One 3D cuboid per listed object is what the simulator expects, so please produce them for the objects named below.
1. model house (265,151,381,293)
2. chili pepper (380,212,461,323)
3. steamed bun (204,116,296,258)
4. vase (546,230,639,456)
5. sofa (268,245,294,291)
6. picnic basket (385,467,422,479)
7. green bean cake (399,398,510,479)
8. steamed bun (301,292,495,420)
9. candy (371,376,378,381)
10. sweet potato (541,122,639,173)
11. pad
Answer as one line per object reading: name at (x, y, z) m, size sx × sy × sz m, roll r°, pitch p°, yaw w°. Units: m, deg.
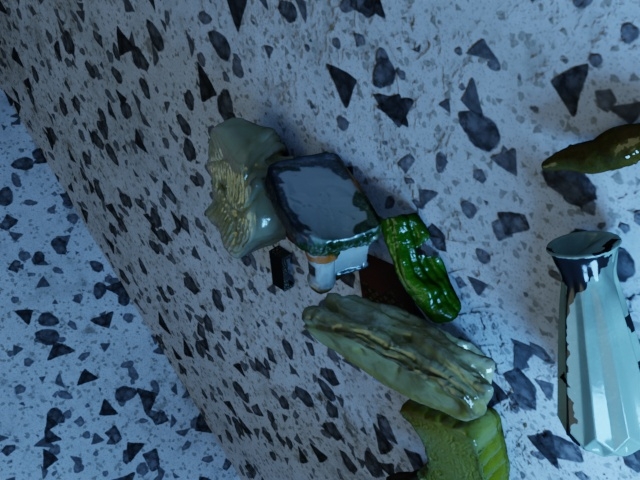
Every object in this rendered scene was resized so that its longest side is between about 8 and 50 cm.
model house at (0.000, 0.000, 1.643) m, size 0.301 × 0.190 × 0.271 m, roll 90°, pitch 157°, yaw -46°
chili pepper at (0.203, 0.059, 1.529) m, size 0.253 × 0.099 × 0.083 m, roll 63°, pitch 158°, yaw -4°
steamed bun at (-0.147, -0.128, 1.785) m, size 0.275 × 0.206 × 0.320 m, roll 40°, pitch 134°, yaw 42°
vase at (0.455, 0.170, 1.221) m, size 0.165 × 0.165 × 0.360 m, roll 7°, pitch 116°, yaw 53°
sofa at (-0.106, 0.078, 2.041) m, size 0.060 × 0.039 × 0.118 m, roll 32°, pitch 139°, yaw 40°
picnic basket at (0.178, 0.750, 1.851) m, size 0.337 × 0.337 × 0.293 m, roll -19°, pitch 98°, yaw 58°
green bean cake at (0.308, 0.462, 1.676) m, size 0.233 × 0.124 × 0.236 m, roll 11°, pitch 123°, yaw 50°
steamed bun at (0.194, 0.230, 1.552) m, size 0.428 × 0.189 × 0.247 m, roll 21°, pitch 147°, yaw 33°
candy at (0.193, 0.297, 1.732) m, size 0.160 × 0.092 × 0.073 m, roll 10°, pitch 117°, yaw 54°
sweet potato at (0.443, -0.136, 1.073) m, size 0.274 × 0.067 × 0.067 m, roll -10°, pitch 106°, yaw 52°
pad at (0.160, 0.160, 1.761) m, size 0.181 × 0.004 × 0.267 m, roll 23°, pitch 132°, yaw 45°
